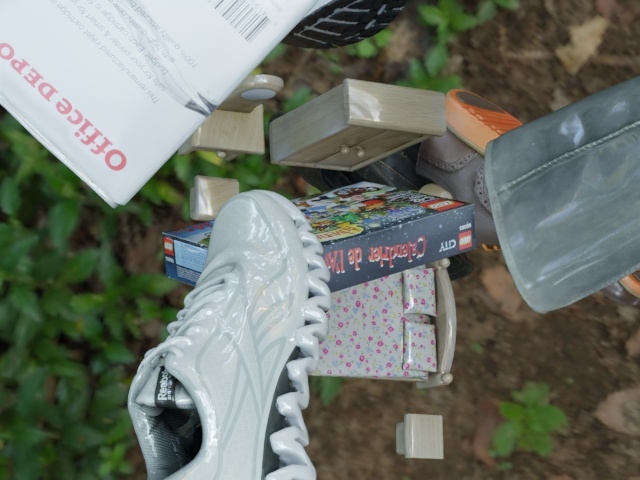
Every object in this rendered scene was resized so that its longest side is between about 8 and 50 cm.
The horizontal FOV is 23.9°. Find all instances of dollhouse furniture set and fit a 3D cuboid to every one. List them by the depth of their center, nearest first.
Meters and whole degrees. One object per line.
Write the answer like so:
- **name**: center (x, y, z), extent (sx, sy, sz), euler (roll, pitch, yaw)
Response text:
- **dollhouse furniture set**: center (0.024, 0.034, 1.508), extent (0.174, 0.303, 0.356), euler (-22, 67, 58)

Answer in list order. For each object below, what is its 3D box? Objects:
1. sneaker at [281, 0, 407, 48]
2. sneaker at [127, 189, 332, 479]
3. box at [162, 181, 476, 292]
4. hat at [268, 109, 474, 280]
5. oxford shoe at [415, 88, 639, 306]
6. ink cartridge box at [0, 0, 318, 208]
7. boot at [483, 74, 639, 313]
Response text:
- **sneaker**: center (0.050, -0.307, 1.574), extent (0.300, 0.111, 0.121), euler (-37, 60, 32)
- **sneaker**: center (-0.066, 0.082, 1.035), extent (0.110, 0.118, 0.292), euler (-35, 42, 43)
- **box**: center (0.000, 0.000, 1.344), extent (0.159, 0.233, 0.044), euler (14, 114, 51)
- **hat**: center (0.094, -0.095, 1.971), extent (0.331, 0.331, 0.134), euler (29, 73, 41)
- **oxford shoe**: center (0.254, -0.027, 1.791), extent (0.364, 0.130, 0.133), euler (47, 118, 33)
- **ink cartridge box**: center (-0.083, -0.105, 0.697), extent (0.150, 0.109, 0.063), euler (-47, 12, -5)
- **boot**: center (0.175, -0.079, 0.757), extent (0.208, 0.076, 0.190), euler (-28, 53, 42)
